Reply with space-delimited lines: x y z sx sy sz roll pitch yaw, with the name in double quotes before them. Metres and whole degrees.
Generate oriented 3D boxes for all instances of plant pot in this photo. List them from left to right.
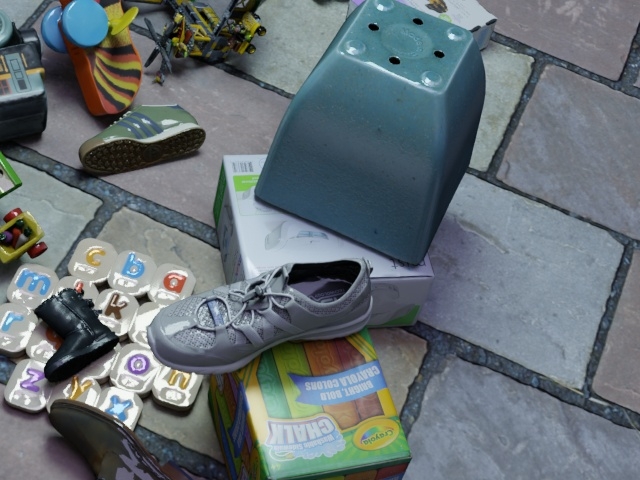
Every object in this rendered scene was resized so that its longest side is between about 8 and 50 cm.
"plant pot" 0.087 -0.172 1.715 0.247 0.252 0.247 24 47 7

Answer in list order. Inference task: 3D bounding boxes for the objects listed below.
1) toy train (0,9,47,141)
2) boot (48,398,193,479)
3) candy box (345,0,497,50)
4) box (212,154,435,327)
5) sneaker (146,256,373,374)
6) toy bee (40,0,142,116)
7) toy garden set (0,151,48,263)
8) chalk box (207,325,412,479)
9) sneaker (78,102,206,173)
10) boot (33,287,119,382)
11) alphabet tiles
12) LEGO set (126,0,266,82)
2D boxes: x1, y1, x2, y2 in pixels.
"toy train" -0.546 -0.218 1.843 0.333 0.142 0.190 -14 66 -23
"boot" -0.255 0.279 1.536 0.219 0.082 0.106 32 49 10
"candy box" 0.168 -0.364 2.169 0.196 0.070 0.165 -28 62 -30
"box" 0.000 0.000 1.795 0.261 0.127 0.231 -3 53 -16
"sneaker" -0.067 0.068 1.498 0.281 0.115 0.105 -15 57 -22
"toy bee" -0.328 -0.343 1.907 0.162 0.298 0.195 -37 42 -28
"toy garden set" -0.499 -0.023 1.699 0.244 0.049 0.204 -34 85 -20
"chalk box" -0.011 0.247 1.557 0.180 0.179 0.289 -8 53 -19
"sneaker" -0.272 -0.157 1.905 0.192 0.064 0.086 -14 49 -24
"boot" -0.326 0.117 1.648 0.099 0.045 0.121 44 50 17
"alphabet tiles" -0.283 0.126 1.694 0.284 0.021 0.278 18 52 1
"LEGO set" -0.234 -0.430 2.006 0.192 0.255 0.331 -5 57 -46
